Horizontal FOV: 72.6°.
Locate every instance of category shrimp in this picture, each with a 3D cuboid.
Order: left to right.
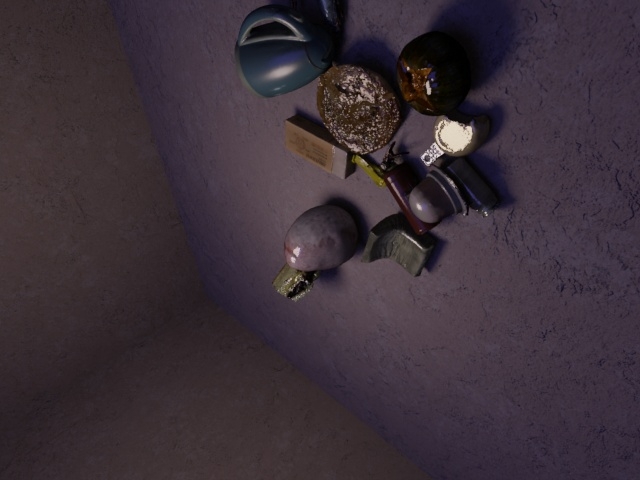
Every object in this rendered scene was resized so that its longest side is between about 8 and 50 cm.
[{"bbox_3d":[0.033,-0.750,1.425,0.090,0.079,0.232,23,141,45],"label":"shrimp"}]

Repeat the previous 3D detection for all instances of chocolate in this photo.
[{"bbox_3d":[0.374,-0.126,1.426,0.221,0.147,0.221,48,-176,-4],"label":"chocolate"}]

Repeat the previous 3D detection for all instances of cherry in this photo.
[{"bbox_3d":[0.006,-0.007,1.941,0.326,0.335,0.291,-42,67,35],"label":"cherry"}]

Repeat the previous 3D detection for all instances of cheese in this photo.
[{"bbox_3d":[0.412,-0.301,1.353,0.163,0.071,0.248,41,145,21],"label":"cheese"}]

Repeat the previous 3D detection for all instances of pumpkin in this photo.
[{"bbox_3d":[0.322,-0.468,1.231,0.237,0.159,0.238,55,173,11],"label":"pumpkin"}]

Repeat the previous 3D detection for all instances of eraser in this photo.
[{"bbox_3d":[-0.005,-0.390,1.802,0.344,0.078,0.144,34,143,26],"label":"eraser"}]

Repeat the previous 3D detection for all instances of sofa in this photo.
[{"bbox_3d":[0.305,0.039,1.711,0.225,0.176,0.210,40,145,21],"label":"sofa"}]

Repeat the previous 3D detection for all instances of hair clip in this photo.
[{"bbox_3d":[0.196,-0.269,1.684,0.173,0.046,0.072,44,149,18],"label":"hair clip"}]

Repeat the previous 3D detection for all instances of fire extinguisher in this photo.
[{"bbox_3d":[0.318,-0.191,1.550,0.147,0.106,0.336,-24,101,51],"label":"fire extinguisher"}]

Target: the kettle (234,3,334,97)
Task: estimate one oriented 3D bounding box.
[{"bbox_3d":[-0.126,-0.669,1.514,0.343,0.246,0.320,4,161,41],"label":"kettle"}]

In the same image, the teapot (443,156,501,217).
[{"bbox_3d":[0.477,-0.163,1.398,0.200,0.077,0.107,51,168,5],"label":"teapot"}]

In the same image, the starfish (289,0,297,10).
[{"bbox_3d":[-0.102,-0.888,1.485,0.238,0.057,0.212,11,121,42],"label":"starfish"}]

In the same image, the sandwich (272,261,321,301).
[{"bbox_3d":[-0.101,0.159,2.209,0.131,0.325,0.262,42,149,-16],"label":"sandwich"}]

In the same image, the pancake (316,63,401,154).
[{"bbox_3d":[0.126,-0.461,1.529,0.357,0.065,0.356,26,151,16],"label":"pancake"}]
